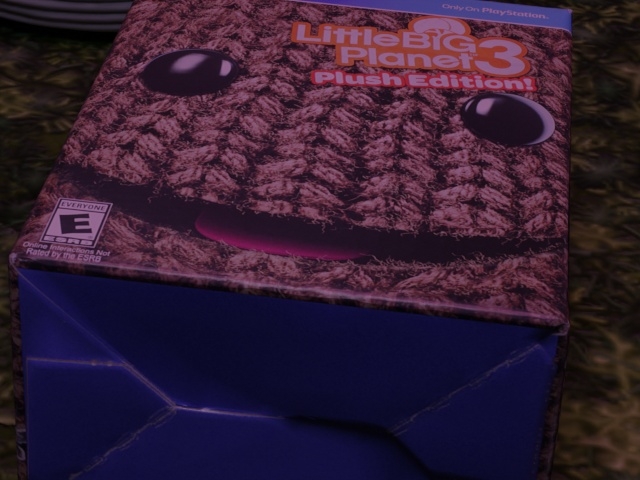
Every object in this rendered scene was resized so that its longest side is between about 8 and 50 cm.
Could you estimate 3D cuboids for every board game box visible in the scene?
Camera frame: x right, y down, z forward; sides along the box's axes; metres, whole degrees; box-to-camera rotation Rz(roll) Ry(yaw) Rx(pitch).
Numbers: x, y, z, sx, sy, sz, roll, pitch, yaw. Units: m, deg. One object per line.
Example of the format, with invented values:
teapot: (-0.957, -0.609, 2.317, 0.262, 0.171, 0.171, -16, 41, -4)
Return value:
board game box: (0.000, 0.000, 0.860, 0.232, 0.141, 0.291, 6, 33, 4)

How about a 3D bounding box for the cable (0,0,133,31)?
cable: (-0.151, -0.226, 1.246, 0.257, 0.089, 0.257, -18, 39, -31)
